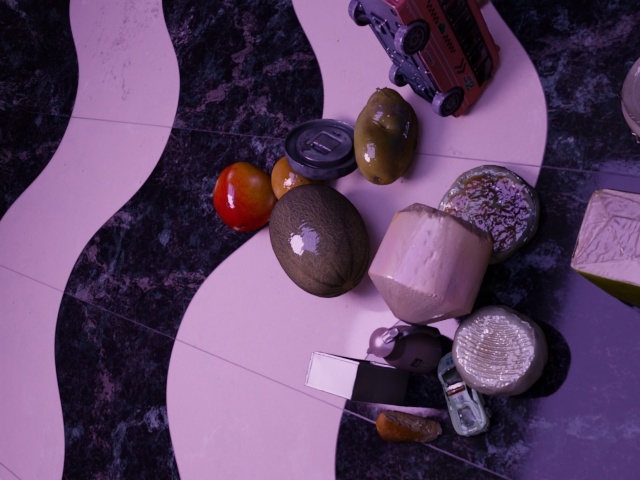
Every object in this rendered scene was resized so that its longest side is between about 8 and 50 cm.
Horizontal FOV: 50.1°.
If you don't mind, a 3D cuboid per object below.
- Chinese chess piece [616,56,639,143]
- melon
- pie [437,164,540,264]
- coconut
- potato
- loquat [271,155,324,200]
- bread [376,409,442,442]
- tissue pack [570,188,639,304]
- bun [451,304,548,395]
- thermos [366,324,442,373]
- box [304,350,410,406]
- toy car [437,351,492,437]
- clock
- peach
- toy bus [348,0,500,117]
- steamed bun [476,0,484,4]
[{"bbox_3d":[0.708,-0.286,1.338,0.237,0.092,0.238,-11,71,35],"label":"Chinese chess piece"},{"bbox_3d":[0.000,0.000,1.707,0.237,0.237,0.302,-41,56,21],"label":"melon"},{"bbox_3d":[0.375,-0.061,1.543,0.240,0.054,0.241,-8,74,28],"label":"pie"},{"bbox_3d":[0.227,0.062,1.442,0.239,0.239,0.244,25,91,39],"label":"coconut"},{"bbox_3d":[0.165,-0.255,1.699,0.143,0.169,0.248,-30,44,62],"label":"potato"},{"bbox_3d":[-0.062,-0.165,1.865,0.163,0.137,0.163,-31,43,35],"label":"loquat"},{"bbox_3d":[0.174,0.410,1.514,0.154,0.136,0.054,-16,50,30],"label":"bread"},{"bbox_3d":[0.596,0.033,1.210,0.200,0.274,0.167,15,87,39],"label":"tissue pack"},{"bbox_3d":[0.376,0.231,1.420,0.195,0.118,0.196,-15,63,32],"label":"bun"},{"bbox_3d":[0.193,0.227,1.515,0.137,0.193,0.105,-33,58,25],"label":"thermos"},{"bbox_3d":[0.087,0.313,1.550,0.129,0.225,0.086,8,82,38],"label":"box"},{"bbox_3d":[0.304,0.331,1.487,0.093,0.058,0.186,-30,61,30],"label":"toy car"},{"bbox_3d":[0.011,-0.242,1.811,0.214,0.042,0.215,0,47,0],"label":"clock"},{"bbox_3d":[-0.217,-0.113,1.941,0.197,0.197,0.198,-12,70,35],"label":"peach"},{"bbox_3d":[0.244,-0.479,1.547,0.233,0.427,0.203,-47,53,3],"label":"toy bus"},{"bbox_3d":[0.303,-0.704,1.702,0.289,0.203,0.276,-22,65,32],"label":"steamed bun"}]
